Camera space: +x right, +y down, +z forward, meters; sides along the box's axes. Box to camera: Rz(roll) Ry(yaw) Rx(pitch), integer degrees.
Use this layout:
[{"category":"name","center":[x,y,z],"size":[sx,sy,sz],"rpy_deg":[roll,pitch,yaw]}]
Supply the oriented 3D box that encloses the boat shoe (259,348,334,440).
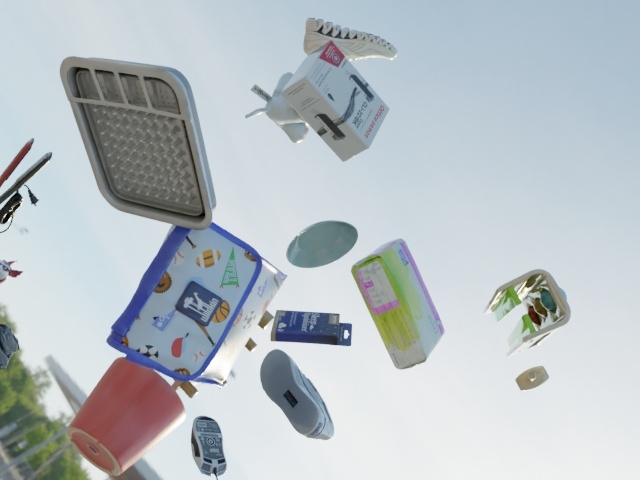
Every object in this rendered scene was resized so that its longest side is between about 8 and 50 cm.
[{"category":"boat shoe","center":[-0.053,0.342,1.562],"size":[0.084,0.095,0.258],"rpy_deg":[41,9,-41]}]

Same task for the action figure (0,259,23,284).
[{"category":"action figure","center":[-0.977,0.143,1.890],"size":[0.248,0.370,0.275],"rpy_deg":[-153,-128,-63]}]

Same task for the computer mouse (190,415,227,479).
[{"category":"computer mouse","center":[-0.223,0.445,1.441],"size":[0.042,0.106,0.193],"rpy_deg":[-50,-139,30]}]

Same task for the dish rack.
[{"category":"dish rack","center":[-0.324,-0.188,1.335],"size":[0.285,0.072,0.333],"rpy_deg":[13,-50,25]}]

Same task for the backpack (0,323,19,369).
[{"category":"backpack","center":[-0.790,0.254,1.597],"size":[0.152,0.182,0.115],"rpy_deg":[-100,175,-76]}]

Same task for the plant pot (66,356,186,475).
[{"category":"plant pot","center":[-0.566,0.511,2.038],"size":[0.275,0.243,0.275],"rpy_deg":[22,-43,22]}]

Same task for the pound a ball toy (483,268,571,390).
[{"category":"pound a ball toy","center":[0.471,0.199,1.558],"size":[0.319,0.136,0.208],"rpy_deg":[69,-4,-72]}]

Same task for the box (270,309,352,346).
[{"category":"box","center":[-0.022,0.247,2.023],"size":[0.136,0.225,0.036],"rpy_deg":[-81,175,-68]}]

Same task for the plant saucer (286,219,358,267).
[{"category":"plant saucer","center":[0.000,0.000,1.836],"size":[0.195,0.195,0.037],"rpy_deg":[100,-25,-52]}]

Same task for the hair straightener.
[{"category":"hair straightener","center":[-0.587,-0.083,1.370],"size":[0.089,0.230,0.047],"rpy_deg":[38,5,-29]}]

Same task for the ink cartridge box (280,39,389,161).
[{"category":"ink cartridge box","center":[0.048,-0.389,2.013],"size":[0.114,0.197,0.273],"rpy_deg":[-22,-60,43]}]

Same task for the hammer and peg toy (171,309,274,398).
[{"category":"hammer and peg toy","center":[-0.331,0.353,2.375],"size":[0.127,0.266,0.361],"rpy_deg":[44,-73,19]}]

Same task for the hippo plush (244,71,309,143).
[{"category":"hippo plush","center":[-0.059,-0.487,2.483],"size":[0.236,0.294,0.234],"rpy_deg":[-1,-108,43]}]

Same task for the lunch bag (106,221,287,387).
[{"category":"lunch bag","center":[-0.270,0.131,1.560],"size":[0.239,0.328,0.385],"rpy_deg":[27,-9,22]}]

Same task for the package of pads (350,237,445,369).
[{"category":"package of pads","center":[0.204,0.158,1.826],"size":[0.101,0.229,0.296],"rpy_deg":[-24,-89,25]}]

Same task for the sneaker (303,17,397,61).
[{"category":"sneaker","center":[0.087,-0.583,2.161],"size":[0.110,0.292,0.118],"rpy_deg":[-99,-157,-75]}]
